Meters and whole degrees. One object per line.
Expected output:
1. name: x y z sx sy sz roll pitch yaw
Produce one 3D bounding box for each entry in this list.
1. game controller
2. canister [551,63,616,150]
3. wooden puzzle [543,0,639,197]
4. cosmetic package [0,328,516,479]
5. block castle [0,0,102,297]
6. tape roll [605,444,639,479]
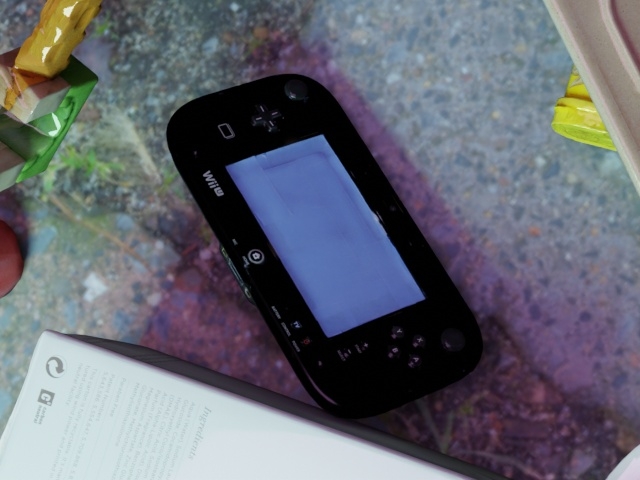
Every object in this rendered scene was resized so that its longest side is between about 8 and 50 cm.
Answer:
1. game controller: 0.000 0.000 1.426 0.319 0.166 0.067 58 141 21
2. canister: 0.274 -0.158 1.415 0.126 0.073 0.170 16 86 15
3. wooden puzzle: 0.357 -0.153 1.343 0.322 0.080 0.348 -26 85 -8
4. cosmetic package: -0.042 0.204 1.383 0.385 0.217 0.156 19 88 18
5. block castle: -0.317 -0.178 1.463 0.303 0.213 0.453 37 114 7
6. tape roll: 0.340 0.271 1.330 0.286 0.100 0.286 -2 83 14
